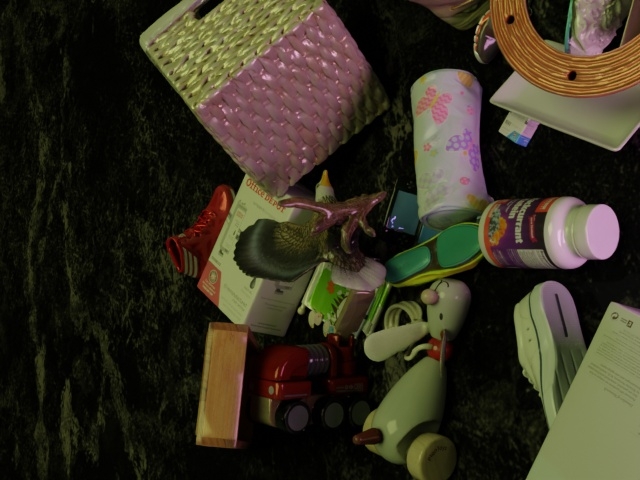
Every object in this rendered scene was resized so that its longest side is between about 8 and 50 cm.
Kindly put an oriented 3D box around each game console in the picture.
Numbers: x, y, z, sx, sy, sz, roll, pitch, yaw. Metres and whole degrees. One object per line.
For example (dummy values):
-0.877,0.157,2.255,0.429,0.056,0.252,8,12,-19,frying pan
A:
0.173,-0.042,1.757,0.071,0.107,0.122,-152,79,-79,game console

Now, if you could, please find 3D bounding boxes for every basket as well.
-0.097,-0.321,1.895,0.328,0.331,0.266,-39,48,1,basket

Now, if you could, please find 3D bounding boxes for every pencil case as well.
0.219,-0.152,1.698,0.124,0.113,0.273,-10,68,19,pencil case

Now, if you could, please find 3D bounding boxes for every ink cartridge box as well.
-0.110,0.019,2.036,0.207,0.117,0.283,37,107,49,ink cartridge box
0.333,-0.201,1.645,0.048,0.028,0.083,46,114,47,ink cartridge box

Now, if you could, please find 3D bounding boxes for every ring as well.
0.392,-0.365,1.420,0.336,0.032,0.337,-5,81,37,ring

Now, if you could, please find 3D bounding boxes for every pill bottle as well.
0.341,-0.011,1.511,0.193,0.108,0.108,-1,78,50,pill bottle

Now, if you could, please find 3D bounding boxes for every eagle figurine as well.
0.003,-0.010,1.762,0.225,0.226,0.298,-60,9,-28,eagle figurine

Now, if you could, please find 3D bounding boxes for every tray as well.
-0.164,0.278,1.858,0.411,0.076,0.203,95,179,-78,tray
0.397,-0.220,1.541,0.145,0.030,0.270,-49,41,-7,tray

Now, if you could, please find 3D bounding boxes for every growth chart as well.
0.045,0.108,1.900,0.237,0.021,0.172,24,98,52,growth chart

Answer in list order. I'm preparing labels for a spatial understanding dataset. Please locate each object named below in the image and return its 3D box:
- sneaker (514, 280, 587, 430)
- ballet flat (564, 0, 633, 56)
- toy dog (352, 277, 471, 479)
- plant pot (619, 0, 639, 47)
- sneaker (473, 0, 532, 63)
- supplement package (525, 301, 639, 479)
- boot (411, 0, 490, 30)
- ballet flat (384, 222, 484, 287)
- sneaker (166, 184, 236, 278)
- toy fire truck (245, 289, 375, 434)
0.343,0.191,1.476,0.091,0.094,0.258,131,142,-55,sneaker
0.447,-0.458,1.520,0.147,0.147,0.409,-3,77,50,ballet flat
0.137,0.225,1.639,0.220,0.161,0.334,-17,66,46,toy dog
0.504,-0.300,1.416,0.109,0.096,0.109,16,91,52,plant pot
0.314,-0.367,1.699,0.065,0.061,0.158,38,109,42,sneaker
0.431,0.246,1.249,0.199,0.198,0.263,34,105,49,supplement package
0.247,-0.486,1.699,0.262,0.203,0.095,-46,48,33,boot
0.208,0.028,1.683,0.231,0.077,0.077,-24,59,43,ballet flat
-0.261,-0.025,2.224,0.087,0.128,0.221,0,78,50,sneaker
-0.002,0.202,1.746,0.158,0.217,0.246,1,88,51,toy fire truck
